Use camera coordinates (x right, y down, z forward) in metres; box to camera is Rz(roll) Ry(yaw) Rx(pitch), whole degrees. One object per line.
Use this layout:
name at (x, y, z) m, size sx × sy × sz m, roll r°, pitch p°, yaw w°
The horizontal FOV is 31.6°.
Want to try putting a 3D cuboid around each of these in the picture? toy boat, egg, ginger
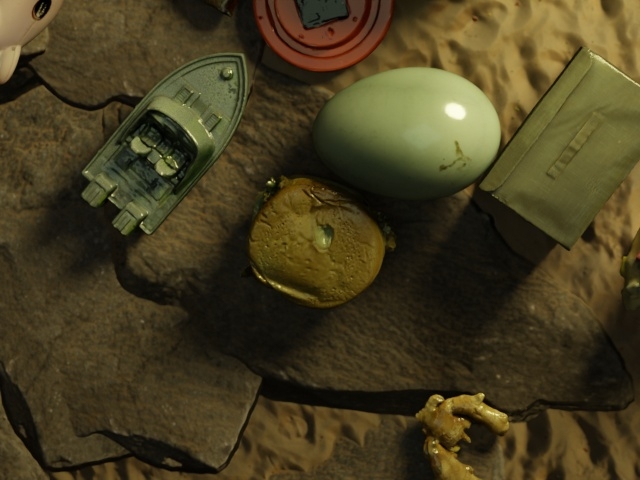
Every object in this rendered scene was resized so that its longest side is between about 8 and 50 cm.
toy boat at (-0.214, -0.153, 1.659) m, size 0.141 × 0.092 × 0.319 m, roll 42°, pitch 103°, yaw 0°
egg at (0.115, -0.145, 1.551) m, size 0.264 × 0.183 × 0.182 m, roll 2°, pitch 100°, yaw 21°
ginger at (0.200, 0.316, 1.680) m, size 0.176 × 0.052 × 0.193 m, roll 45°, pitch 96°, yaw 1°

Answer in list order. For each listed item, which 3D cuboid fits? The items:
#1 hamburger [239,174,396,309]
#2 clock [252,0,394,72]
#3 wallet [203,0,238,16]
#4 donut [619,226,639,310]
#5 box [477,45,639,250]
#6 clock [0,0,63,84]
hamburger at (0.000, 0.000, 1.630) m, size 0.215 × 0.122 × 0.189 m, roll 14°, pitch 108°, yaw 4°
clock at (0.003, -0.342, 1.609) m, size 0.205 × 0.051 × 0.205 m, roll 2°, pitch 100°, yaw 12°
wallet at (-0.127, -0.459, 1.622) m, size 0.133 × 0.039 × 0.243 m, roll 31°, pitch 104°, yaw 11°
donut at (0.607, 0.036, 1.497) m, size 0.371 × 0.150 × 0.307 m, roll 32°, pitch 110°, yaw 3°
box at (0.342, -0.128, 1.526) m, size 0.149 × 0.155 × 0.231 m, roll 36°, pitch 103°, yaw 3°
clock at (-0.522, -0.421, 1.595) m, size 0.377 × 0.250 × 0.368 m, roll 35°, pitch 103°, yaw 10°
